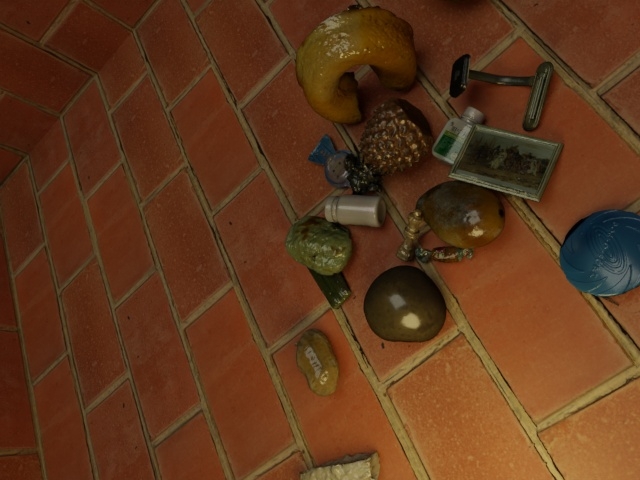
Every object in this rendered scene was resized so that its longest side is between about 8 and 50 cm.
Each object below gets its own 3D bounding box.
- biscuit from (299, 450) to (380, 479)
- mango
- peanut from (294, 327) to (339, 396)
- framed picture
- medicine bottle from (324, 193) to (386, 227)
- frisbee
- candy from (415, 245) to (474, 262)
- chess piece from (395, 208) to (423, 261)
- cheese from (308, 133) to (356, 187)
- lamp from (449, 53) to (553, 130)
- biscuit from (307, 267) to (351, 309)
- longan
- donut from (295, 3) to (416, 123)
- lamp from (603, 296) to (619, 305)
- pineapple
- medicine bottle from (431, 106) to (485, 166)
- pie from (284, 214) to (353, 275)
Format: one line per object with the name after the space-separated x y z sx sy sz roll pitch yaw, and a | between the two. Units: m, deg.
0.063 0.740 1.814 0.281 0.084 0.179 -29 61 25 | biscuit
0.405 -0.081 1.788 0.316 0.146 0.193 25 90 54 | mango
-0.011 0.390 1.948 0.129 0.129 0.224 -39 54 20 | peanut
0.528 -0.232 1.734 0.274 0.017 0.217 18 66 24 | framed picture
0.115 -0.100 2.002 0.186 0.102 0.103 5 79 26 | medicine bottle
0.730 0.025 1.550 0.242 0.045 0.242 -21 54 31 | frisbee
0.375 0.042 1.826 0.182 0.046 0.053 -3 71 30 | candy
0.278 -0.020 1.858 0.060 0.060 0.172 40 133 37 | chess piece
0.052 -0.275 2.151 0.135 0.052 0.245 -52 54 12 | cheese
0.527 -0.437 1.814 0.283 0.124 0.203 10 87 8 | lamp
0.003 0.089 2.087 0.099 0.038 0.322 -45 55 20 | biscuit
0.241 0.195 1.778 0.246 0.215 0.246 10 101 59 | longan
0.106 -0.564 2.008 0.435 0.377 0.164 -29 60 32 | donut
0.759 0.101 1.538 0.054 0.041 0.121 38 97 45 | lamp
0.189 -0.279 1.971 0.357 0.222 0.223 -46 54 28 | pineapple
0.435 -0.319 1.878 0.119 0.069 0.183 36 97 34 | medicine bottle
0.000 0.000 2.054 0.248 0.090 0.201 27 68 26 | pie
